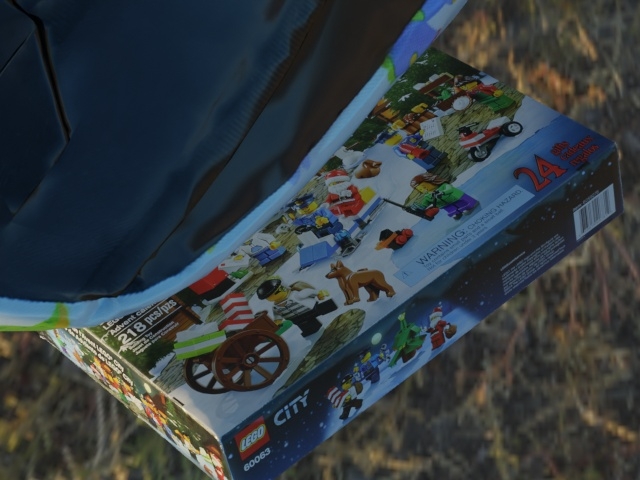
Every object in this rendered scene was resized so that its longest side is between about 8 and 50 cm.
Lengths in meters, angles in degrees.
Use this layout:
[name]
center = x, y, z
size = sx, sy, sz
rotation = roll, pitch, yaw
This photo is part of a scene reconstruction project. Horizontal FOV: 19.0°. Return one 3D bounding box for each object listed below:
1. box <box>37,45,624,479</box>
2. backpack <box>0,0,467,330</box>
[box]
center = 0.000, 0.000, 0.873
size = 0.233, 0.159, 0.044
rotation = -36, 136, -23
[backpack]
center = -0.072, -0.134, 0.562
size = 0.290, 0.356, 0.273
rotation = 36, 149, -25
